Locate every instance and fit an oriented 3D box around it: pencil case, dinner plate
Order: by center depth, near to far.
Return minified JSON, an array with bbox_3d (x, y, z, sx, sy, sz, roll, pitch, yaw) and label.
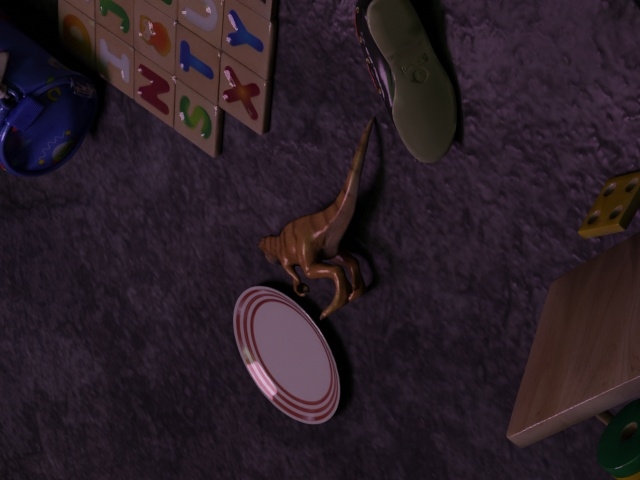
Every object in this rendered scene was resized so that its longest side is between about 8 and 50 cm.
[{"bbox_3d":[-0.028,0.103,1.326,0.141,0.017,0.141,30,136,34],"label":"dinner plate"},{"bbox_3d":[-0.346,-0.195,1.408,0.306,0.119,0.133,45,180,21],"label":"pencil case"}]

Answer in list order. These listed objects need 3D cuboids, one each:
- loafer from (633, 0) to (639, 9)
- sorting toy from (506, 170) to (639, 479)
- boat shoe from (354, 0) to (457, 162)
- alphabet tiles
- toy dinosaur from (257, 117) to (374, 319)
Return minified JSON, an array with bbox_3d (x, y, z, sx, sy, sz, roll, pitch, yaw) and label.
[{"bbox_3d":[0.210,-0.155,0.814,0.078,0.076,0.223,-34,84,19],"label":"loafer"},{"bbox_3d":[0.186,0.051,0.853,0.046,0.275,0.132,38,137,-16],"label":"sorting toy"},{"bbox_3d":[0.062,-0.120,1.038,0.133,0.049,0.042,68,172,-22],"label":"boat shoe"},{"bbox_3d":[-0.159,-0.240,1.249,0.342,0.011,0.285,36,139,30],"label":"alphabet tiles"},{"bbox_3d":[0.000,0.000,1.179,0.112,0.064,0.211,59,144,4],"label":"toy dinosaur"}]
